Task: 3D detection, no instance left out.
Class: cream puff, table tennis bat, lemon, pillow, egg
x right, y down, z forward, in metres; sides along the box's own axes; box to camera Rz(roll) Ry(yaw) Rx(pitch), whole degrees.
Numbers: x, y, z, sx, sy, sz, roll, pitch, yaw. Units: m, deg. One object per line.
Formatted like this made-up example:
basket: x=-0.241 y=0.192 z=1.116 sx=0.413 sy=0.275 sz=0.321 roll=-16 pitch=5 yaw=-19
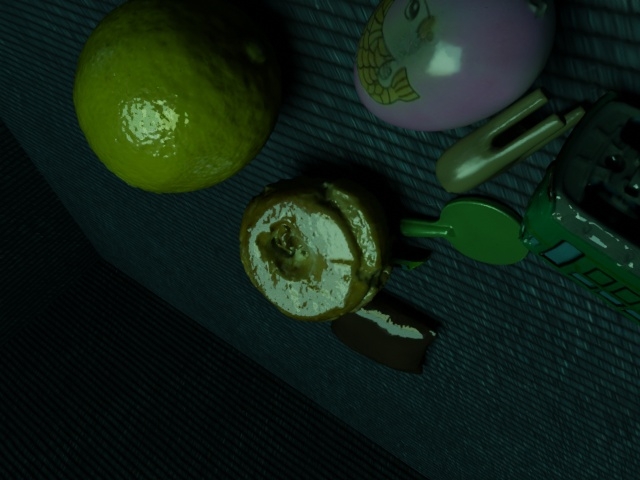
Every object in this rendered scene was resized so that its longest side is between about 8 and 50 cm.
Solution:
cream puff: x=0.000 y=0.000 z=1.114 sx=0.327 sy=0.231 sz=0.343 roll=49 pitch=119 yaw=5
table tennis bat: x=0.259 y=-0.019 z=0.981 sx=0.257 sy=0.039 sz=0.160 roll=6 pitch=137 yaw=41
lemon: x=-0.229 y=-0.270 z=0.932 sx=0.364 sy=0.364 sz=0.364 roll=31 pitch=151 yaw=19
pillow: x=0.153 y=0.244 z=1.427 sx=0.305 sy=0.108 sz=0.308 roll=26 pitch=152 yaw=17
egg: x=0.149 y=-0.227 z=0.642 sx=0.196 sy=0.196 sz=0.271 roll=44 pitch=156 yaw=-5

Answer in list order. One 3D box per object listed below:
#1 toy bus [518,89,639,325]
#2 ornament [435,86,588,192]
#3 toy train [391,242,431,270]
toy bus: x=0.418 y=0.002 z=0.647 sx=0.343 sy=0.183 sz=0.199 roll=37 pitch=165 yaw=11
ornament: x=0.233 y=-0.117 z=0.720 sx=0.245 sy=0.230 sz=0.061 roll=-34 pitch=83 yaw=40
toy train: x=0.156 y=0.033 z=1.176 sx=0.209 sy=0.044 sz=0.042 roll=14 pitch=142 yaw=42
